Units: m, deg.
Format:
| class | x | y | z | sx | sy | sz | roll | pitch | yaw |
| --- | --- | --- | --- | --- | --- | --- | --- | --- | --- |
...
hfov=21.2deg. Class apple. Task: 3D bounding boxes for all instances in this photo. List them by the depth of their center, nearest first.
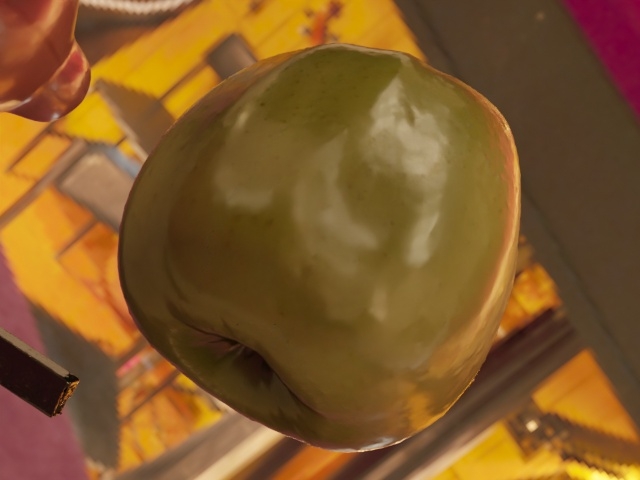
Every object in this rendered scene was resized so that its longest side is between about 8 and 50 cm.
| class | x | y | z | sx | sy | sz | roll | pitch | yaw |
| --- | --- | --- | --- | --- | --- | --- | --- | --- | --- |
| apple | 0.000 | 0.000 | 1.151 | 0.279 | 0.279 | 0.279 | 44 | 20 | -20 |

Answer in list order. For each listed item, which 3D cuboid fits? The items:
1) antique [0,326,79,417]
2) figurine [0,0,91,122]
| class | x | y | z | sx | sy | sz | roll | pitch | yaw |
| --- | --- | --- | --- | --- | --- | --- | --- | --- | --- |
| antique | -0.240 | 0.053 | 1.110 | 0.192 | 0.031 | 0.015 | 31 | 18 | 16 |
| figurine | -0.197 | -0.131 | 0.838 | 0.173 | 0.173 | 0.173 | 44 | 20 | -20 |
